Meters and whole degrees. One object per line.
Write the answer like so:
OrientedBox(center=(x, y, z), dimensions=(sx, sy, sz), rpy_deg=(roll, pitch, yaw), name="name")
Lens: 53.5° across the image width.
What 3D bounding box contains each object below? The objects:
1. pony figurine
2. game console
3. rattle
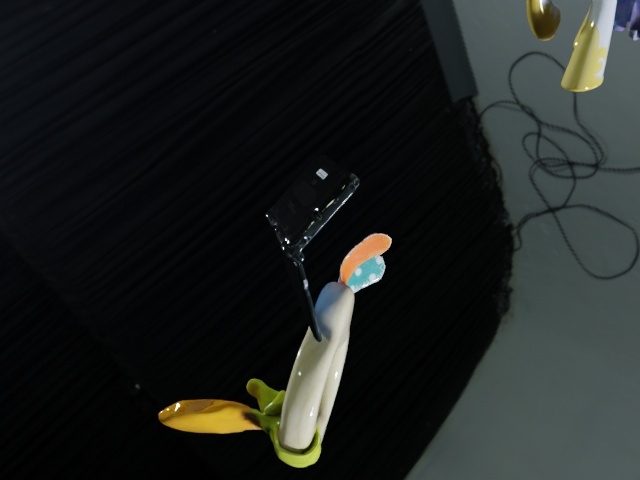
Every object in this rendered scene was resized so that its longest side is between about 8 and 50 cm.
OrientedBox(center=(0.386, -0.402, 0.748), dimensions=(0.303, 0.351, 0.364), rpy_deg=(36, 143, 47), name="pony figurine")
OrientedBox(center=(0.000, 0.000, 0.495), dimensions=(0.071, 0.107, 0.122), rpy_deg=(41, -177, -18), name="game console")
OrientedBox(center=(-0.032, 0.078, 0.550), dimensions=(0.142, 0.200, 0.130), rpy_deg=(12, 178, 27), name="rattle")
